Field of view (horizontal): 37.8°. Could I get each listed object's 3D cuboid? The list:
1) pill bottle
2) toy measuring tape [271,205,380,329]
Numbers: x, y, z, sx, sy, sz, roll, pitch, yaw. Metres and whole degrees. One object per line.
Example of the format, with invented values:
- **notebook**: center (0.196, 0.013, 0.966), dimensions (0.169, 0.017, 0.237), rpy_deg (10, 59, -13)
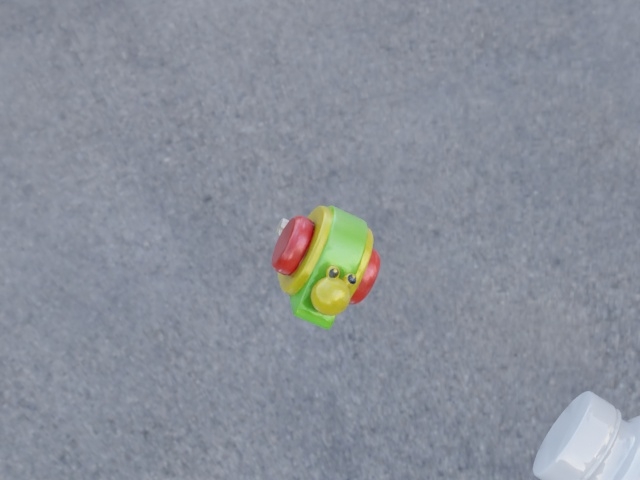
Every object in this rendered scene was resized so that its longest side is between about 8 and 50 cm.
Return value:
- **pill bottle**: center (0.339, 0.257, 0.913), dimensions (0.246, 0.136, 0.136), rpy_deg (34, 63, 5)
- **toy measuring tape**: center (0.000, 0.000, 1.101), dimensions (0.121, 0.121, 0.330), rpy_deg (-18, 20, -1)
